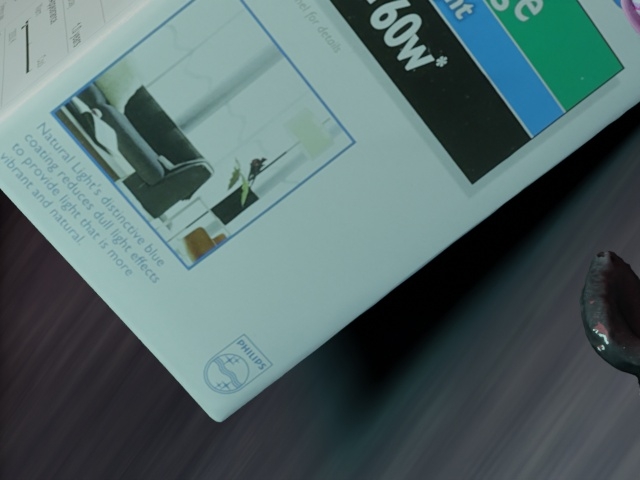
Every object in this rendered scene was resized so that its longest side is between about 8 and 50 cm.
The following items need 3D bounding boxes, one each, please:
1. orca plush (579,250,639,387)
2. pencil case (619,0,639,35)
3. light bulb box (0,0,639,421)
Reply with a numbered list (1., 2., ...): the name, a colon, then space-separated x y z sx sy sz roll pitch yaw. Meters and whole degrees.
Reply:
1. orca plush: 0.160 0.053 0.639 0.287 0.151 0.102 -96 14 -56
2. pencil case: 0.237 -0.224 0.854 0.124 0.124 0.284 -25 38 53
3. light bulb box: -0.010 -0.143 1.023 0.361 0.225 0.358 -37 23 6
